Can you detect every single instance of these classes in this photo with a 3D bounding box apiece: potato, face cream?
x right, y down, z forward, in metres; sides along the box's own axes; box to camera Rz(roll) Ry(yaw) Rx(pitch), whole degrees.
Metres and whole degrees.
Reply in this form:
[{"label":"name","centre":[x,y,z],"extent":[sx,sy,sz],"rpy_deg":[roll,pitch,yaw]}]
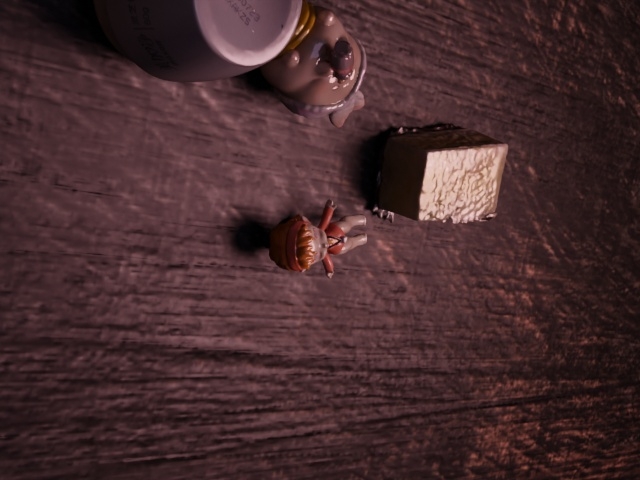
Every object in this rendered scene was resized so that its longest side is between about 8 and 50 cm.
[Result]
[{"label":"potato","centre":[0.105,-0.055,0.915],"extent":[0.122,0.061,0.086],"rpy_deg":[-8,109,-44]},{"label":"face cream","centre":[-0.078,-0.158,0.664],"extent":[0.117,0.104,0.117],"rpy_deg":[-15,112,-44]}]

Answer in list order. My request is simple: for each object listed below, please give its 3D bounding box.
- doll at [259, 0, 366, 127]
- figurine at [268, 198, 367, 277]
[{"label":"doll","centre":[0.001,-0.131,0.767],"extent":[0.127,0.084,0.073],"rpy_deg":[43,70,-35]},{"label":"figurine","centre":[0.000,0.000,0.832],"extent":[0.109,0.047,0.064],"rpy_deg":[-14,104,-53]}]
